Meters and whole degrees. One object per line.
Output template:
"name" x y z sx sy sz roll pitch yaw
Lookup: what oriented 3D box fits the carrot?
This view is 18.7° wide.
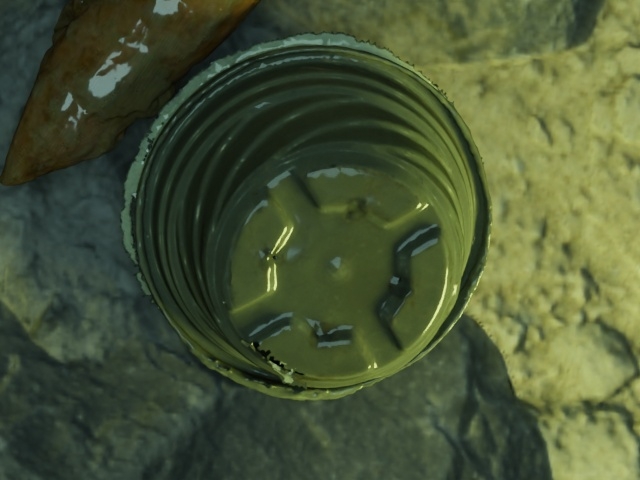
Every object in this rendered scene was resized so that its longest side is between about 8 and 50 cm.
"carrot" -0.107 -0.130 1.191 0.102 0.102 0.263 41 95 -5

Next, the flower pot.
"flower pot" 0.000 0.000 1.164 0.236 0.140 0.235 -2 106 -5
